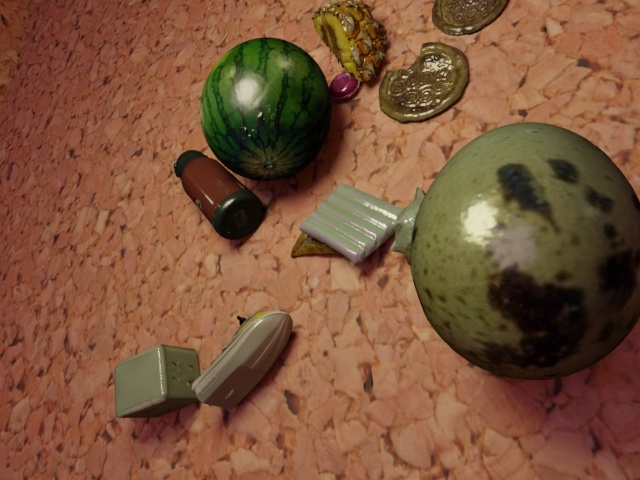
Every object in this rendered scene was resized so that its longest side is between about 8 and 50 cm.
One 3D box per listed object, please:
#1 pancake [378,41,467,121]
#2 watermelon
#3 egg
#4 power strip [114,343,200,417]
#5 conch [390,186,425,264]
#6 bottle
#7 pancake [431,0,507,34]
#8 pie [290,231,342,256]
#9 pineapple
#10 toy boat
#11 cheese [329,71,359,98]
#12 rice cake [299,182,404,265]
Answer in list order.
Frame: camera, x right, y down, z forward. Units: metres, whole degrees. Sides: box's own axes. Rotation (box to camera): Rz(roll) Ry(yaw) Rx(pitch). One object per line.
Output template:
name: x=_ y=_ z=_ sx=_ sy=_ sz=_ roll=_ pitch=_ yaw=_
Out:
pancake: x=0.254 y=-0.395 z=1.083 sx=0.235 sy=0.029 sz=0.212 roll=-37 pitch=59 yaw=14
watermelon: x=-0.135 y=-0.326 z=1.095 sx=0.362 sy=0.363 sz=0.364 roll=-11 pitch=66 yaw=25
egg: x=0.320 y=0.004 z=0.702 sx=0.344 sy=0.345 sz=0.429 roll=-8 pitch=58 yaw=26
power strip: x=-0.436 y=0.371 z=1.105 sx=0.224 sy=0.140 sz=0.139 roll=-25 pitch=62 yaw=18
conch: x=0.197 y=-0.019 z=0.903 sx=0.114 sy=0.137 sz=0.234 roll=-15 pitch=69 yaw=5
bottle: x=-0.308 y=-0.149 z=1.231 sx=0.144 sy=0.144 sz=0.336 roll=-50 pitch=56 yaw=4
pancake: x=0.378 y=-0.602 z=1.099 sx=0.190 sy=0.020 sz=0.184 roll=-12 pitch=65 yaw=25
pie: x=0.000 y=0.000 z=1.070 sx=0.169 sy=0.034 sz=0.092 roll=1 pitch=74 yaw=35
pineapple: x=0.086 y=-0.594 z=1.168 sx=0.161 sy=0.158 sz=0.335 roll=-27 pitch=52 yaw=0
toy boat: x=-0.178 y=0.263 z=1.013 sx=0.140 sy=0.140 sz=0.270 roll=30 pitch=86 yaw=34
cheese: x=0.081 y=-0.440 z=1.192 sx=0.145 sy=0.038 sz=0.095 roll=-33 pitch=60 yaw=8
rice cake: x=0.074 y=-0.044 z=1.019 sx=0.189 sy=0.037 sz=0.198 roll=-43 pitch=53 yaw=-12
